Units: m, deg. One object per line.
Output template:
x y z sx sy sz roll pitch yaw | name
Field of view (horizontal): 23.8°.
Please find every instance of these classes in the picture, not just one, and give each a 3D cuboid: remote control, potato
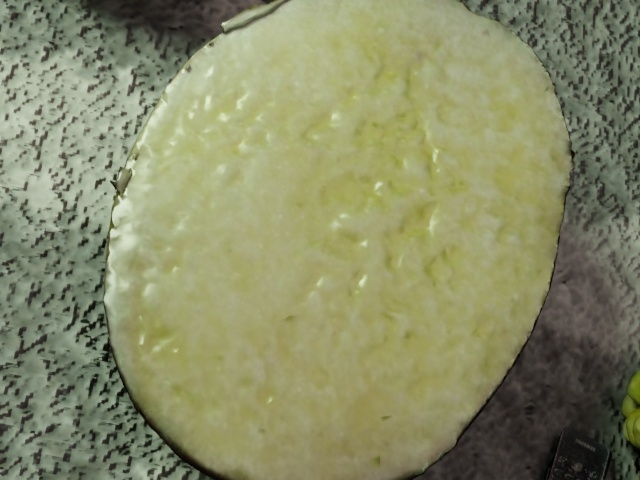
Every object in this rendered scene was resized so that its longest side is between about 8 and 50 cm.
0.146 0.161 0.911 0.039 0.014 0.096 28 64 -13 | remote control
0.000 0.000 0.847 0.239 0.116 0.299 25 74 -8 | potato

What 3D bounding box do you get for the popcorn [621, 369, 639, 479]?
0.257 0.112 0.917 0.145 0.126 0.126 -10 97 -12 | popcorn
